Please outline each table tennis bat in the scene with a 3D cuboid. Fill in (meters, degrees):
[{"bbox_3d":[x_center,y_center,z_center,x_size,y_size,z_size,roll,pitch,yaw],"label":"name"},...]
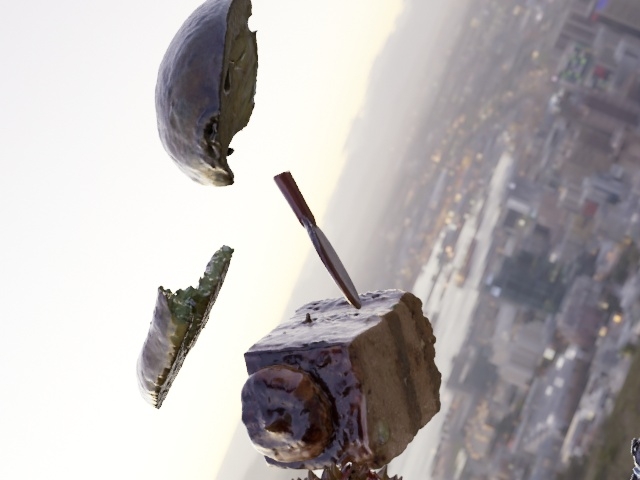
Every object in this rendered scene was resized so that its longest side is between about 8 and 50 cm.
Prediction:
[{"bbox_3d":[0.000,0.000,1.191,0.019,0.155,0.098,-31,2,6],"label":"table tennis bat"}]

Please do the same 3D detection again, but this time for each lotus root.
[{"bbox_3d":[-0.174,-0.231,1.750,0.314,0.142,0.210,-81,-13,-54],"label":"lotus root"}]

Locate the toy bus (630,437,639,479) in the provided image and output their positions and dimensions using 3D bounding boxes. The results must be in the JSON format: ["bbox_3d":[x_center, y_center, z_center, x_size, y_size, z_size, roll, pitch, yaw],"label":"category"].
[{"bbox_3d":[0.433,0.220,1.357,0.131,0.106,0.297,-104,25,-62],"label":"toy bus"}]

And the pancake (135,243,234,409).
[{"bbox_3d":[-0.155,0.087,1.355,0.197,0.054,0.376,-62,1,-14],"label":"pancake"}]

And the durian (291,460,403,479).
[{"bbox_3d":[0.034,0.431,1.398,0.347,0.384,0.348,-37,39,38],"label":"durian"}]

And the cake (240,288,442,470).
[{"bbox_3d":[0.023,0.195,1.664,0.293,0.198,0.196,-28,-70,-61],"label":"cake"}]
